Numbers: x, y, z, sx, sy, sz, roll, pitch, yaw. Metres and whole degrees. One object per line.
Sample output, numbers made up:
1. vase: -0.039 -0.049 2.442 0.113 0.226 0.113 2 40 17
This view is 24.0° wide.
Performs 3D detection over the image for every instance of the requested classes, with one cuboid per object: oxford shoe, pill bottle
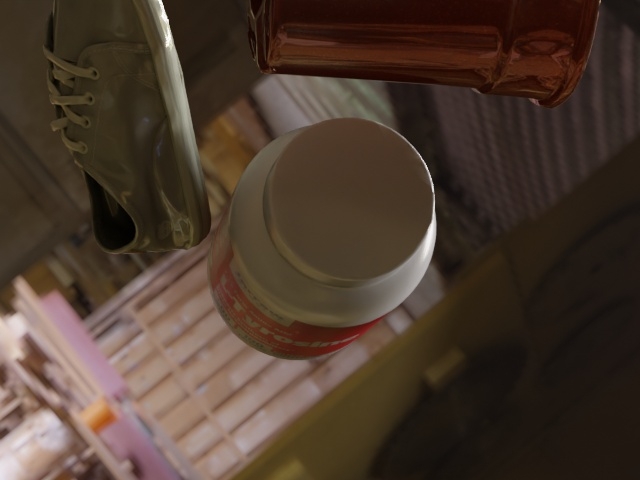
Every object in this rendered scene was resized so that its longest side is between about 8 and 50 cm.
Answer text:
1. oxford shoe: -0.226 -0.164 1.580 0.169 0.130 0.449 40 -32 50
2. pill bottle: 0.000 0.000 1.714 0.229 0.229 0.407 51 -15 4

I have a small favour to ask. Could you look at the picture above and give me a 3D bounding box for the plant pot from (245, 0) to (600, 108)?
1. plant pot: 0.074 -0.248 1.310 0.272 0.265 0.272 178 -90 -81
